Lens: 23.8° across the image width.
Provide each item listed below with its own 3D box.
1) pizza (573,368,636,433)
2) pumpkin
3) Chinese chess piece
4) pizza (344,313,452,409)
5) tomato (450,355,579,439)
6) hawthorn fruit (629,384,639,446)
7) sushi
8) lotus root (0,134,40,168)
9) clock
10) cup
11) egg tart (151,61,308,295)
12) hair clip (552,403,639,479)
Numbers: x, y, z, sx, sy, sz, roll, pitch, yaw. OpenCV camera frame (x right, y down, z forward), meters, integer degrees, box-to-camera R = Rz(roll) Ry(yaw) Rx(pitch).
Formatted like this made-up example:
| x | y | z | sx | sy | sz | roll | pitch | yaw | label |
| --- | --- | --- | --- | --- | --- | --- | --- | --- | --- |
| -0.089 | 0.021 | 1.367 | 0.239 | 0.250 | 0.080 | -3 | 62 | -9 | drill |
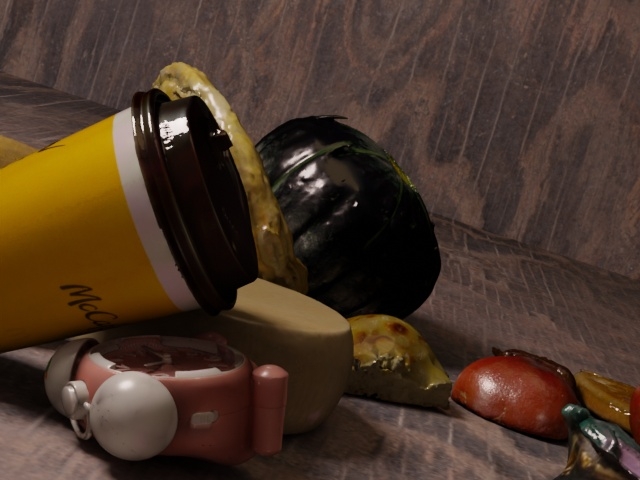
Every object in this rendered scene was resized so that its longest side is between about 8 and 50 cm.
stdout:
| x | y | z | sx | sy | sz | roll | pitch | yaw | label |
| --- | --- | --- | --- | --- | --- | --- | --- | --- | --- |
| 0.382 | 0.208 | 1.903 | 0.131 | 0.041 | 0.178 | 8 | 12 | -37 | pizza |
| 0.000 | 0.000 | 1.915 | 0.295 | 0.296 | 0.296 | 17 | 8 | -3 | pumpkin |
| -0.100 | 0.092 | 1.433 | 0.273 | 0.102 | 0.273 | 16 | 7 | -2 | Chinese chess piece |
| 0.043 | 0.112 | 1.683 | 0.188 | 0.081 | 0.204 | 15 | 7 | -21 | pizza |
| 0.235 | 0.171 | 1.737 | 0.155 | 0.069 | 0.155 | 18 | 7 | -2 | tomato |
| 0.413 | 0.207 | 1.742 | 0.128 | 0.128 | 0.128 | 17 | 8 | -3 | hawthorn fruit |
| 0.266 | 0.166 | 1.889 | 0.120 | 0.052 | 0.055 | 16 | -10 | 9 | sushi |
| -0.285 | -0.014 | 1.517 | 0.303 | 0.146 | 0.131 | 31 | -5 | -36 | lotus root |
| -0.128 | 0.130 | 1.205 | 0.162 | 0.093 | 0.166 | 2 | 11 | -31 | clock |
| -0.198 | -0.002 | 1.257 | 0.279 | 0.196 | 0.196 | -19 | 6 | 5 | cup |
| -0.141 | -0.030 | 1.664 | 0.132 | 0.341 | 0.341 | -24 | 26 | -20 | egg tart |
| 0.354 | 0.268 | 1.367 | 0.095 | 0.110 | 0.358 | -36 | 46 | -28 | hair clip |
